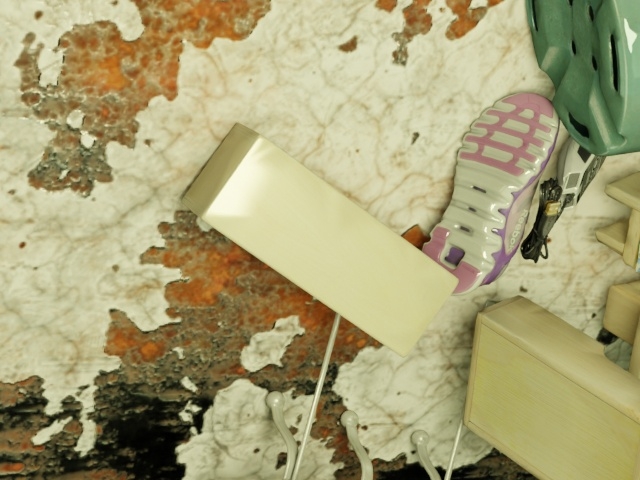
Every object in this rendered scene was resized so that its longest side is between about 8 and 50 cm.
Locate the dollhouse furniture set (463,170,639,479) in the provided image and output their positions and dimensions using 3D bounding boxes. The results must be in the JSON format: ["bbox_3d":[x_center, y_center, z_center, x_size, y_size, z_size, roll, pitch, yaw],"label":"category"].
[{"bbox_3d":[0.397,0.141,1.648,0.394,0.256,0.362,-19,127,-34],"label":"dollhouse furniture set"}]

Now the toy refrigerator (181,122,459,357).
[{"bbox_3d":[0.000,0.000,1.488,0.269,0.094,0.102,35,90,-23],"label":"toy refrigerator"}]

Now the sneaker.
[{"bbox_3d":[0.196,-0.047,1.602,0.104,0.095,0.236,16,101,-57],"label":"sneaker"}]

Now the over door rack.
[{"bbox_3d":[0.072,0.180,1.676,0.239,0.108,0.324,19,95,-34],"label":"over door rack"}]

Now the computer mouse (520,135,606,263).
[{"bbox_3d":[0.272,-0.070,1.610,0.193,0.042,0.106,-52,156,-38],"label":"computer mouse"}]

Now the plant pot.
[{"bbox_3d":[0.401,-0.241,1.452,0.334,0.341,0.341,-14,124,-8],"label":"plant pot"}]
